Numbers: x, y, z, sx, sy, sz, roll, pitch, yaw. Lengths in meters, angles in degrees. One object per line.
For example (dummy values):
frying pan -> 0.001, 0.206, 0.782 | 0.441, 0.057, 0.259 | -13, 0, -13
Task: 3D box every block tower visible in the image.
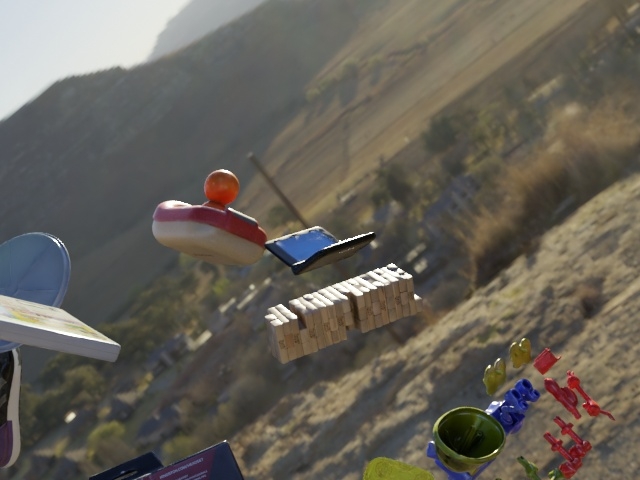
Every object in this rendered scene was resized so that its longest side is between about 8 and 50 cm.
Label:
block tower -> 0.047, 0.148, 2.014 | 0.335, 0.097, 0.091 | -17, 22, -21

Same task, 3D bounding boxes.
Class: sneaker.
sneaker -> -0.626, 0.278, 1.760 | 0.107, 0.283, 0.124 | -17, -14, 28

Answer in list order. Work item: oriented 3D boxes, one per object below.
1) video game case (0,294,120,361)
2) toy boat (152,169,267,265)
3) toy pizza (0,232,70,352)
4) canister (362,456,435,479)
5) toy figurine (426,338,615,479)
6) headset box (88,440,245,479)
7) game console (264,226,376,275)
video game case -> -0.360, 0.087, 1.088 | 0.193, 0.212, 0.023 | 15, 87, 54
toy boat -> -0.181, -0.046, 1.618 | 0.231, 0.151, 0.151 | 1, 71, 54
toy pizza -> -0.458, 0.080, 1.455 | 0.201, 0.032, 0.201 | -13, 56, 20
canister -> 0.143, 0.463, 1.705 | 0.126, 0.170, 0.073 | 14, 56, 17
toy figurine -> 0.258, 0.327, 1.444 | 0.362, 0.191, 0.217 | -27, -23, -52
headset box -> -0.151, 0.360, 0.978 | 0.218, 0.293, 0.110 | -21, -19, -19
game console -> 0.000, 0.000, 1.400 | 0.122, 0.071, 0.107 | -19, -13, -42
